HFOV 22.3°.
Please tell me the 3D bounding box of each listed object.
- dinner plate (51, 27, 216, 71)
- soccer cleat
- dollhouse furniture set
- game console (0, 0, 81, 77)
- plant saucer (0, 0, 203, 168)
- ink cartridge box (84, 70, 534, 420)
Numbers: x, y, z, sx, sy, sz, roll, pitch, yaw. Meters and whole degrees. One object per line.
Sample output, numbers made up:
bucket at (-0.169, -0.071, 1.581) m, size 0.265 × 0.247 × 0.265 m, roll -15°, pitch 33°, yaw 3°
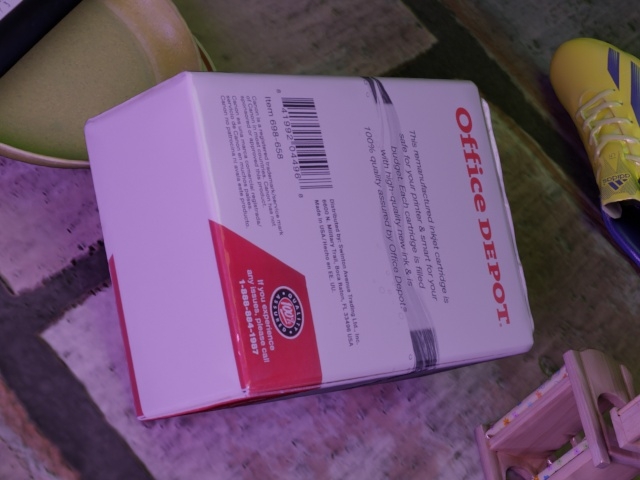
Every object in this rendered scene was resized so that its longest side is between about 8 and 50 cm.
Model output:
dinner plate at (-0.136, -0.129, 1.187) m, size 0.141 × 0.017 × 0.141 m, roll 26°, pitch 40°, yaw -24°
soccer cleat at (0.283, -0.070, 1.466) m, size 0.121 × 0.093 × 0.289 m, roll -9°, pitch 61°, yaw -40°
dollhouse furniture set at (0.231, 0.137, 1.142) m, size 0.161 × 0.182 × 0.101 m, roll 18°, pitch 44°, yaw -31°
game console at (-0.334, -0.208, 1.016) m, size 0.342 × 0.060 × 0.386 m, roll 38°, pitch 41°, yaw -5°
plant saucer at (-0.196, -0.132, 1.096) m, size 0.241 × 0.037 × 0.241 m, roll 18°, pitch 43°, yaw -18°
ink cartridge box at (0.000, 0.000, 1.064) m, size 0.273 × 0.114 × 0.197 m, roll -4°, pitch 80°, yaw -44°
